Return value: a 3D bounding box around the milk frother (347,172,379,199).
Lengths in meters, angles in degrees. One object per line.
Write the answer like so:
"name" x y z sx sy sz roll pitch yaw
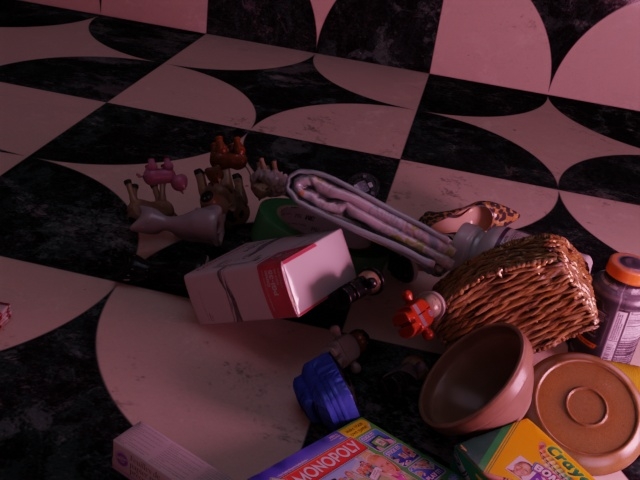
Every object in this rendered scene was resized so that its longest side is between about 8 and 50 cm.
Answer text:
"milk frother" 0.082 -0.087 2.086 0.143 0.134 0.129 -5 64 0

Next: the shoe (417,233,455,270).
"shoe" 0.315 0.022 2.010 0.219 0.058 0.076 -16 37 -36

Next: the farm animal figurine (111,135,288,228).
"farm animal figurine" -0.273 -0.095 1.928 0.330 0.172 0.327 -23 -20 25

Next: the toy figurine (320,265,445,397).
"toy figurine" 0.119 0.173 1.537 0.213 0.209 0.148 19 23 27

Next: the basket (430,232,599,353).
"basket" 0.372 0.097 1.610 0.299 0.213 0.223 -30 18 25

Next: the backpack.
"backpack" 0.014 0.282 1.438 0.101 0.098 0.120 -32 39 -8

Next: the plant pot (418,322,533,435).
"plant pot" 0.301 0.272 1.457 0.110 0.237 0.237 46 24 -17

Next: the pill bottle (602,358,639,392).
"pill bottle" 0.572 0.287 1.552 0.184 0.103 0.103 10 29 5

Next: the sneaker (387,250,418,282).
"sneaker" 0.193 0.020 1.963 0.086 0.085 0.237 4 31 -22

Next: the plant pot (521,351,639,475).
"plant pot" 0.479 0.305 1.457 0.236 0.032 0.236 0 57 0

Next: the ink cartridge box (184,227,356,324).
"ink cartridge box" -0.105 0.075 1.626 0.283 0.117 0.207 -9 14 39

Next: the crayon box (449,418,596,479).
"crayon box" 0.357 0.419 1.283 0.165 0.081 0.278 -11 34 -30

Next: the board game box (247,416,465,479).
"board game box" 0.060 0.385 1.238 0.214 0.046 0.317 27 21 29

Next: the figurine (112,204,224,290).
"figurine" -0.335 0.012 1.783 0.210 0.092 0.214 5 57 8

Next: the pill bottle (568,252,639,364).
"pill bottle" 0.607 0.149 1.660 0.131 0.245 0.130 6 29 -3

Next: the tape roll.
"tape roll" 0.000 0.000 1.871 0.321 0.077 0.321 18 18 -6

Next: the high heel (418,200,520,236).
"high heel" 0.384 -0.043 2.074 0.261 0.093 0.186 -2 11 12

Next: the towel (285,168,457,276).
"towel" 0.119 -0.035 1.727 0.375 0.090 0.320 29 1 10

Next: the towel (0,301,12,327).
"towel" -0.764 0.185 1.483 0.237 0.037 0.329 12 27 12

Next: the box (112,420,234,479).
"box" -0.183 0.387 1.229 0.324 0.063 0.067 23 31 26

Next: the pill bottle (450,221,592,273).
"pill bottle" 0.453 0.064 1.858 0.302 0.169 0.169 22 32 24
